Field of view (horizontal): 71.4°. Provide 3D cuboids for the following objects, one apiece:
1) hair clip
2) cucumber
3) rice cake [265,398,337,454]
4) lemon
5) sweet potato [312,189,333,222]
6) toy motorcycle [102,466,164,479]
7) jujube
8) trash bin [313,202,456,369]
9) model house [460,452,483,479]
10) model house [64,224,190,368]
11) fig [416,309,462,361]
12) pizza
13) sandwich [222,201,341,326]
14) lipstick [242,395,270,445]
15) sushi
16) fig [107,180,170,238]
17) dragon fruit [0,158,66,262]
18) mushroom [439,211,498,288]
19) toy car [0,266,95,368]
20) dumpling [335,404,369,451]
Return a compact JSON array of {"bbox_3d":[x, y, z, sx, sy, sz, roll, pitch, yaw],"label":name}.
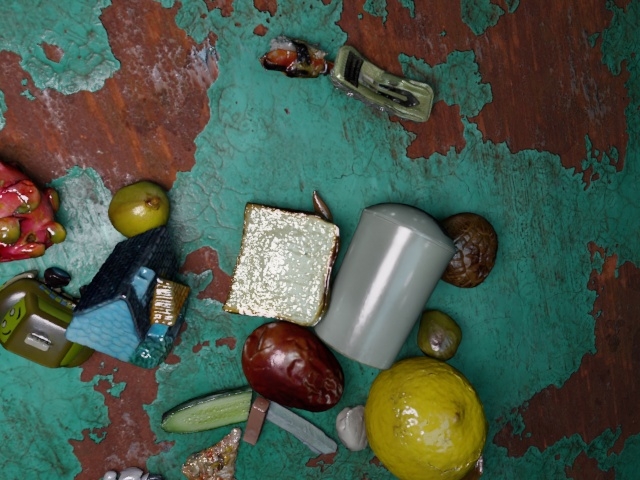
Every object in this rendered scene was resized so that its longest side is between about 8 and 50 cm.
[{"bbox_3d":[0.164,-0.418,1.239,0.321,0.091,0.138,18,81,-22],"label":"hair clip"},{"bbox_3d":[-0.313,0.462,1.226,0.244,0.063,0.115,-5,114,-20],"label":"cucumber"},{"bbox_3d":[-0.072,0.569,1.347,0.290,0.051,0.081,40,119,-21],"label":"rice cake"},{"bbox_3d":[0.291,0.518,1.295,0.350,0.387,0.350,7,68,-18],"label":"lemon"},{"bbox_3d":[0.000,0.000,1.266,0.067,0.059,0.281,6,96,0],"label":"sweet potato"},{"bbox_3d":[-0.537,0.681,1.178,0.229,0.074,0.151,-35,106,-10],"label":"toy motorcycle"},{"bbox_3d":[-0.070,0.351,1.221,0.223,0.223,0.318,-50,123,-6],"label":"jujube"},{"bbox_3d":[0.180,0.107,1.239,0.280,0.280,0.432,24,93,-22],"label":"trash bin"},{"bbox_3d":[0.419,0.700,1.496,0.229,0.199,0.219,9,55,3],"label":"model house"},{"bbox_3d":[-0.379,0.100,0.991,0.226,0.261,0.241,27,127,-18],"label":"model house"},{"bbox_3d":[0.375,0.300,1.416,0.154,0.144,0.165,-9,88,-23],"label":"fig"},{"bbox_3d":[-0.282,0.625,1.275,0.185,0.052,0.195,35,86,-25],"label":"pizza"},{"bbox_3d":[-0.094,0.062,1.177,0.271,0.099,0.301,12,90,-5],"label":"sandwich"},{"bbox_3d":[-0.181,0.512,1.262,0.045,0.045,0.145,21,117,7],"label":"lipstick"},{"bbox_3d":[-0.060,-0.468,1.145,0.226,0.097,0.103,-3,106,-35],"label":"sushi"},{"bbox_3d":[-0.430,-0.073,1.067,0.136,0.121,0.153,26,113,-27],"label":"fig"},{"bbox_3d":[-0.690,-0.069,0.901,0.307,0.227,0.243,11,65,-51],"label":"dragon fruit"},{"bbox_3d":[0.451,0.032,1.389,0.253,0.153,0.253,-6,102,-32],"label":"mushroom"},{"bbox_3d":[-0.615,0.189,0.996,0.248,0.198,0.204,35,87,-20],"label":"toy car"},{"bbox_3d":[0.113,0.576,1.388,0.150,0.092,0.176,-31,104,-34],"label":"dumpling"}]
